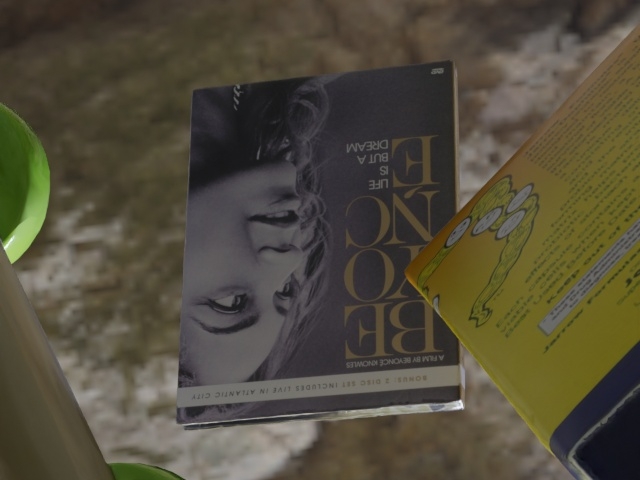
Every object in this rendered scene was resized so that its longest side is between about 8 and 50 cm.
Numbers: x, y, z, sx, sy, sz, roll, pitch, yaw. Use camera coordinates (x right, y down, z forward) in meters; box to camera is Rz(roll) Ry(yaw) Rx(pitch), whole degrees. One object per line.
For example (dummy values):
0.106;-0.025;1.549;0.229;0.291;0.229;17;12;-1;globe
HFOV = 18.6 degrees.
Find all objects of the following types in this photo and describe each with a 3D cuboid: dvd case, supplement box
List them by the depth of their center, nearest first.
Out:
0.189;0.039;0.812;0.194;0.195;0.356;44;3;-11;supplement box
0.000;0.000;1.141;0.018;0.165;0.221;62;26;-61;dvd case

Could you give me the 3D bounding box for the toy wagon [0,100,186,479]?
-0.094;0.059;0.411;0.344;0.068;0.267;63;9;12;toy wagon
